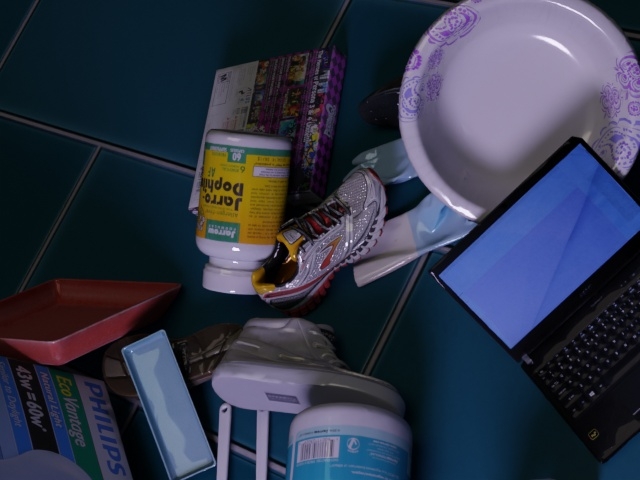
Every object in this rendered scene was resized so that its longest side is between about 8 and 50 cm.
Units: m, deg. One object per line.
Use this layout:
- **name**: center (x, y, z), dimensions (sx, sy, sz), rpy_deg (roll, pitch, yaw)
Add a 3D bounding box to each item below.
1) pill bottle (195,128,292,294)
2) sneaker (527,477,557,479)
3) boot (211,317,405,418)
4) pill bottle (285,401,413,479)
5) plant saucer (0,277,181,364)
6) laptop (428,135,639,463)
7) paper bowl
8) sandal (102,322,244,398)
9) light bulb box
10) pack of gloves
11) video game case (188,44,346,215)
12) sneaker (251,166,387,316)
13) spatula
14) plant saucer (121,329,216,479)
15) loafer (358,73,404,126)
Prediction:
- **pill bottle**: center (-0.104, -0.038, 2.055), dimensions (0.117, 0.117, 0.208), rpy_deg (11, 98, 40)
- **sneaker**: center (0.220, 0.284, 1.659), dimensions (0.061, 0.152, 0.054), rpy_deg (14, 102, 49)
- **boot**: center (-0.002, 0.152, 1.924), dimensions (0.258, 0.095, 0.123), rpy_deg (8, 50, 24)
- **pill bottle**: center (0.027, 0.327, 1.763), dimensions (0.146, 0.146, 0.264), rpy_deg (-12, 58, 31)
- **plant saucer**: center (-0.362, 0.113, 2.146), dimensions (0.258, 0.259, 0.048), rpy_deg (1, 107, 37)
- **laptop**: center (0.298, 0.062, 1.724), dimensions (0.234, 0.136, 0.264), rpy_deg (-44, 47, 8)
- **paper bowl**: center (0.235, -0.158, 1.836), dimensions (0.284, 0.148, 0.284), rpy_deg (1, 98, 4)
- **sandal**: center (-0.187, 0.162, 2.080), dimensions (0.219, 0.060, 0.090), rpy_deg (-15, 62, 13)
- **light bulb box**: center (-0.424, 0.334, 1.916), dimensions (0.225, 0.361, 0.358), rpy_deg (-49, 45, 24)
- **pack of gloves**: center (0.121, -0.073, 1.995), dimensions (0.232, 0.046, 0.195), rpy_deg (-26, 53, 21)
- **video game case**: center (-0.074, -0.150, 2.183), dimensions (0.210, 0.042, 0.232), rpy_deg (-8, 61, 33)
- **sneaker**: center (0.000, 0.000, 1.991), dimensions (0.225, 0.092, 0.088), rpy_deg (-52, 46, 11)
- **spatula**: center (-0.069, 0.298, 1.934), dimensions (0.168, 0.019, 0.242), rpy_deg (-16, 52, 25)
- **plant saucer**: center (-0.196, 0.215, 2.024), dimensions (0.067, 0.018, 0.192), rpy_deg (-25, 77, 11)
- **loafer**: center (0.130, -0.198, 2.059), dimensions (0.170, 0.062, 0.061), rpy_deg (-15, 35, 25)
